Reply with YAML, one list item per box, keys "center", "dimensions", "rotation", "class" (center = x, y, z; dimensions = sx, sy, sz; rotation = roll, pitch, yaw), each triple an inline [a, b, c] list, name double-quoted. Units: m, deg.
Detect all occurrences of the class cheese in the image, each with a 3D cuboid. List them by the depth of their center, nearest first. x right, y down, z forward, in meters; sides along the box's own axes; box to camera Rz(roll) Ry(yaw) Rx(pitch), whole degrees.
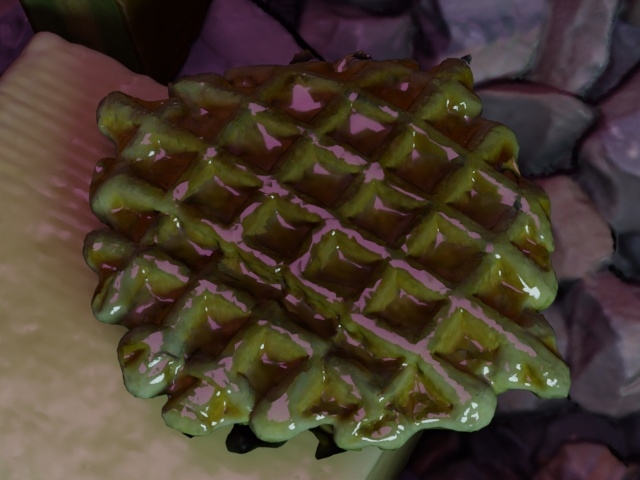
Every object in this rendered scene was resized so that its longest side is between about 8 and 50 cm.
- center: [-0.083, 0.056, 0.825]
  dimensions: [0.265, 0.124, 0.242]
  rotation: [27, 68, 13]
  class: "cheese"

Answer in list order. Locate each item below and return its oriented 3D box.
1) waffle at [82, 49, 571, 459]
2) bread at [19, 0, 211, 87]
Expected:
- center: [0.000, 0.000, 0.751]
  dimensions: [0.214, 0.054, 0.208]
  rotation: [-10, 66, -5]
  class: "waffle"
- center: [-0.113, -0.145, 0.894]
  dimensions: [0.074, 0.139, 0.084]
  rotation: [19, 72, 12]
  class: "bread"
